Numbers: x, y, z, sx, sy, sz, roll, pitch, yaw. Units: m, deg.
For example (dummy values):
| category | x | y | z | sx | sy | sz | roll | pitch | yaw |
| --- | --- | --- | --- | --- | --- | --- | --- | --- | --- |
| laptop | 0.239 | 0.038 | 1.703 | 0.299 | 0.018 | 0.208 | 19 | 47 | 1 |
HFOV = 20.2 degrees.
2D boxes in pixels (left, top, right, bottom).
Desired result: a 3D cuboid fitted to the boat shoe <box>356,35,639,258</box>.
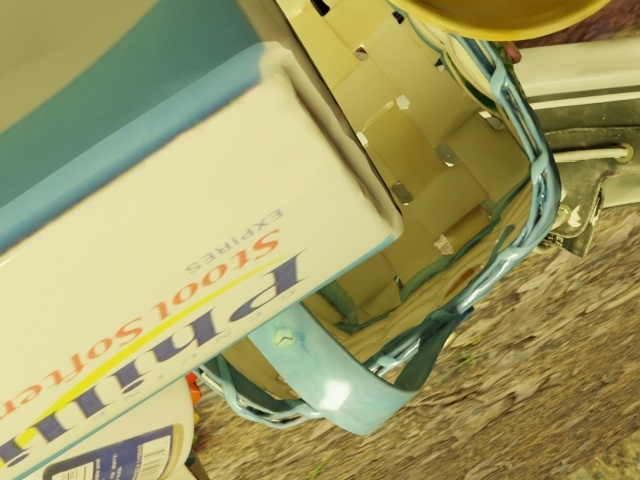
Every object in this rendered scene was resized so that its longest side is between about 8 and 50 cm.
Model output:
| category | x | y | z | sx | sy | sz | roll | pitch | yaw |
| --- | --- | --- | --- | --- | --- | --- | --- | --- | --- |
| boat shoe | 0.146 | -0.049 | 1.074 | 0.335 | 0.119 | 0.121 | -11 | 170 | 4 |

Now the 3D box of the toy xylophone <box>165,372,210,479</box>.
| category | x | y | z | sx | sy | sz | roll | pitch | yaw |
| --- | --- | --- | --- | --- | --- | --- | --- | --- | --- |
| toy xylophone | -0.180 | 0.199 | 1.359 | 0.236 | 0.081 | 0.322 | -28 | 160 | -12 |

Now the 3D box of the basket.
| category | x | y | z | sx | sy | sz | roll | pitch | yaw |
| --- | --- | --- | --- | --- | --- | --- | --- | --- | --- |
| basket | -0.030 | -0.049 | 0.755 | 0.201 | 0.255 | 0.289 | -43 | 176 | 21 |

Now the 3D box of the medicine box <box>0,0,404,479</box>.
| category | x | y | z | sx | sy | sz | roll | pitch | yaw |
| --- | --- | --- | --- | --- | --- | --- | --- | --- | --- |
| medicine box | -0.169 | -0.061 | 0.438 | 0.263 | 0.289 | 0.149 | -33 | 161 | 1 |

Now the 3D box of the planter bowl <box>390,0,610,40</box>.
| category | x | y | z | sx | sy | sz | roll | pitch | yaw |
| --- | --- | --- | --- | --- | --- | --- | --- | --- | --- |
| planter bowl | 0.041 | -0.185 | 0.691 | 0.217 | 0.217 | 0.090 | -18 | -165 | -34 |

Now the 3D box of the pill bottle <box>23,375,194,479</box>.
| category | x | y | z | sx | sy | sz | roll | pitch | yaw |
| --- | --- | --- | --- | --- | --- | --- | --- | --- | --- |
| pill bottle | -0.183 | 0.121 | 1.124 | 0.187 | 0.112 | 0.112 | -14 | 154 | -40 |

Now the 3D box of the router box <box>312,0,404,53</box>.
| category | x | y | z | sx | sy | sz | roll | pitch | yaw |
| --- | --- | --- | --- | --- | --- | --- | --- | --- | --- |
| router box | 0.068 | -0.148 | 0.962 | 0.122 | 0.038 | 0.092 | -42 | 159 | 25 |

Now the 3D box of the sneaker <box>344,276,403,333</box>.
| category | x | y | z | sx | sy | sz | roll | pitch | yaw |
| --- | --- | --- | --- | --- | --- | --- | --- | --- | --- |
| sneaker | 0.000 | 0.000 | 1.165 | 0.106 | 0.101 | 0.267 | -47 | 166 | 12 |
